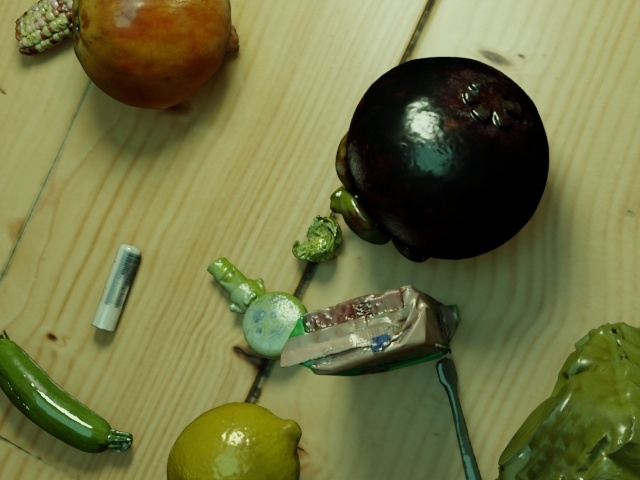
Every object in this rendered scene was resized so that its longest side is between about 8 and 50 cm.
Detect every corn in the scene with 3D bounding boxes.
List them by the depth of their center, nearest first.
[{"bbox_3d":[-0.391,-0.400,1.754,0.280,0.092,0.092,-27,78,12],"label":"corn"}]

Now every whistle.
[{"bbox_3d":[-0.098,0.102,1.646,0.104,0.057,0.198,-45,68,-6],"label":"whistle"}]

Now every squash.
[{"bbox_3d":[-0.438,0.253,1.697,0.318,0.071,0.080,35,92,15],"label":"squash"}]

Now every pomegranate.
[{"bbox_3d":[-0.246,-0.330,1.640,0.229,0.270,0.252,51,133,49],"label":"pomegranate"}]

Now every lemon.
[{"bbox_3d":[-0.129,0.334,1.557,0.244,0.187,0.187,-39,76,12],"label":"lemon"}]

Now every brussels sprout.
[{"bbox_3d":[0.000,0.000,1.630,0.085,0.058,0.085,-23,55,36],"label":"brussels sprout"}]

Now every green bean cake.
[{"bbox_3d":[0.359,0.274,1.425,0.202,0.285,0.310,32,116,-8],"label":"green bean cake"}]

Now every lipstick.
[{"bbox_3d":[-0.326,0.075,1.708,0.040,0.040,0.141,19,87,15],"label":"lipstick"}]

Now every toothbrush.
[{"bbox_3d":[0.216,0.317,1.552,0.030,0.030,0.297,-14,82,-3],"label":"toothbrush"}]

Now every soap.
[{"bbox_3d":[0.077,0.130,1.481,0.218,0.273,0.098,-14,79,11],"label":"soap"}]

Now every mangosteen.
[{"bbox_3d":[0.172,-0.096,1.493,0.297,0.297,0.313,21,121,15],"label":"mangosteen"}]
